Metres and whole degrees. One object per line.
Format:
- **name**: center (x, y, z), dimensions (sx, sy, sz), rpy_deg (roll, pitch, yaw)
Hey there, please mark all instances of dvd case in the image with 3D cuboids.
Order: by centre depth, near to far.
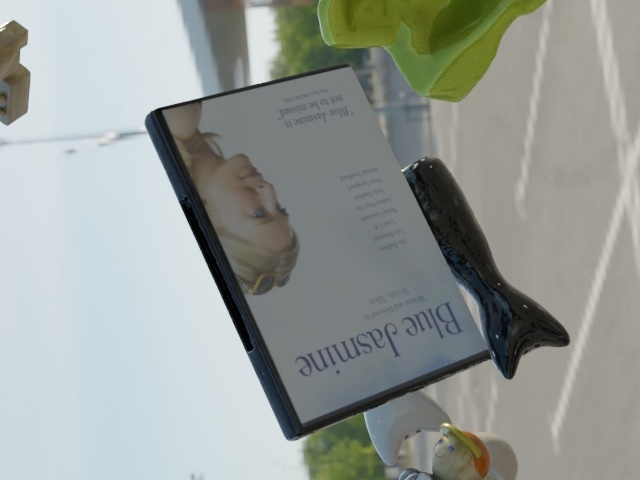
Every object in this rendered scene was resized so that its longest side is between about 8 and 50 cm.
- **dvd case**: center (0.000, 0.000, 0.999), dimensions (0.022, 0.180, 0.253), rpy_deg (-40, 71, 54)

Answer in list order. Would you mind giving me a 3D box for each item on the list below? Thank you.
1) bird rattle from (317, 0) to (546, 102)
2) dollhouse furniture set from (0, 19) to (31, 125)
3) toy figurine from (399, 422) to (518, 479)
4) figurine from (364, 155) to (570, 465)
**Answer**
- **bird rattle**: center (0.084, -0.154, 0.478), dimensions (0.207, 0.253, 0.143), rpy_deg (-10, -103, -62)
- **dollhouse furniture set**: center (-0.315, -0.158, 1.070), dimensions (0.123, 0.144, 0.151), rpy_deg (-43, -17, -37)
- **toy figurine**: center (0.158, 0.253, 1.151), dimensions (0.148, 0.213, 0.209), rpy_deg (-53, -21, -3)
- **figurine**: center (0.082, 0.067, 1.245), dimensions (0.209, 0.215, 0.092), rpy_deg (52, 175, 13)
